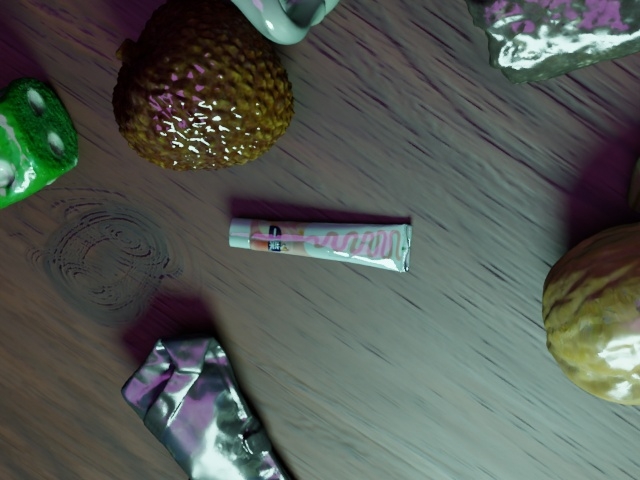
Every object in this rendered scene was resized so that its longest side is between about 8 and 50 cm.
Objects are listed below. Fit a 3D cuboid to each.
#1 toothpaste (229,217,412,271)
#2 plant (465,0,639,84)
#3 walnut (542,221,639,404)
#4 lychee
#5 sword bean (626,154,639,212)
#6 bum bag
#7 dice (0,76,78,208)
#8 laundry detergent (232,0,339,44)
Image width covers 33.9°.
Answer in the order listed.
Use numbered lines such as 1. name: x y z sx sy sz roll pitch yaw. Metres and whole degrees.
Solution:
1. toothpaste: 0.000 0.000 1.191 0.205 0.036 0.056 5 107 7
2. plant: 0.290 -0.265 0.957 0.320 0.194 0.182 -23 105 21
3. walnut: 0.327 0.075 1.064 0.213 0.213 0.213 4 108 11
4. lychee: -0.127 -0.159 1.094 0.194 0.194 0.195 4 108 11
5. sword bean: 0.348 -0.113 0.998 0.043 0.038 0.269 4 145 -6
6. bum bag: -0.129 0.247 1.274 0.137 0.074 0.310 -25 107 6
7. dice: -0.358 -0.107 1.183 0.128 0.131 0.120 -21 104 17
8. laundry detergent: -0.069 -0.283 0.981 0.105 0.280 0.215 -26 101 17
